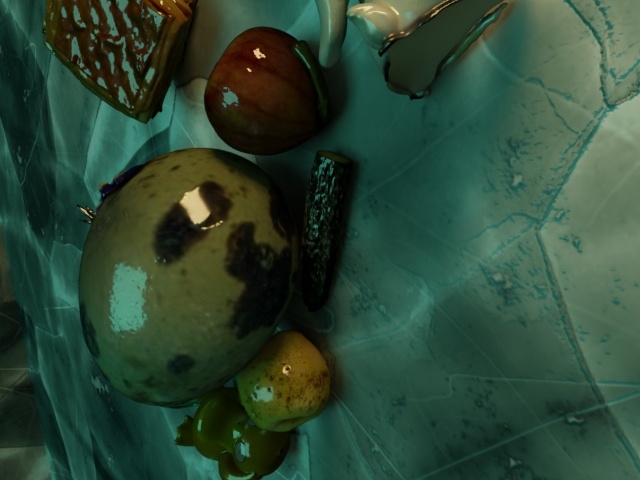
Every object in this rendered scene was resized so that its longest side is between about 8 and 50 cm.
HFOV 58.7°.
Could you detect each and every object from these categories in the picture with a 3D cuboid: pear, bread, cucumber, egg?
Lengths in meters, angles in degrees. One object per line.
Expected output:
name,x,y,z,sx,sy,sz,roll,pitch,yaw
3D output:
pear,-0.066,0.246,1.015,0.178,0.178,0.178,18,114,45
bread,-0.385,-0.427,1.123,0.324,0.167,0.277,41,124,10
cucumber,0.000,0.000,0.925,0.067,0.067,0.294,32,124,39
egg,-0.217,0.054,0.938,0.345,0.345,0.428,7,66,48

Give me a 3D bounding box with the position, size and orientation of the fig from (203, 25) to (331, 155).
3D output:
fig,-0.075,-0.219,0.866,0.205,0.205,0.205,18,114,45

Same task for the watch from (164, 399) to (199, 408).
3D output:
watch,-0.311,0.318,1.356,0.165,0.131,0.152,-37,55,52

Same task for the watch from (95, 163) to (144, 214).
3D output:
watch,-0.393,-0.056,1.300,0.200,0.171,0.196,48,142,13

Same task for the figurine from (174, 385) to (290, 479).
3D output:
figurine,-0.176,0.391,1.181,0.228,0.215,0.215,-24,83,64

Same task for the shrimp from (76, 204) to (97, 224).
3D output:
shrimp,-0.314,0.014,1.173,0.372,0.172,0.137,44,135,-18

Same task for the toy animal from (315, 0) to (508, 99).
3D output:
toy animal,0.069,-0.311,0.664,0.289,0.174,0.249,46,131,28
